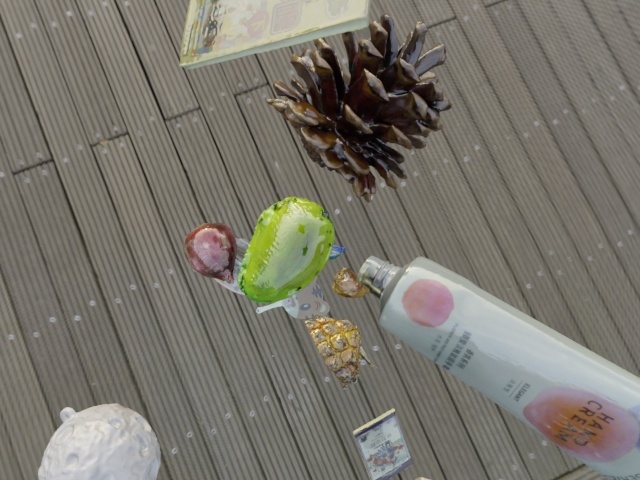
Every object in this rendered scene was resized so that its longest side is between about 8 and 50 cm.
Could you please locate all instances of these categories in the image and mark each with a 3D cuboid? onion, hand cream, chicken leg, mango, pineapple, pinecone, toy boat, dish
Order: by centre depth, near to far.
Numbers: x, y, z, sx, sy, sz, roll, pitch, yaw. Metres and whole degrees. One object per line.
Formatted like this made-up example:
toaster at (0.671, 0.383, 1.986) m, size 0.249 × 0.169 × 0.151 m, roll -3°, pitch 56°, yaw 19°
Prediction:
hand cream at (0.177, 0.115, 0.474) m, size 0.340 × 0.124 × 0.077 m, roll 33°, pitch 44°, yaw 19°
mango at (-0.052, 0.019, 0.803) m, size 0.119 × 0.100 × 0.178 m, roll 41°, pitch 97°, yaw 28°
pinecone at (0.106, -0.298, 1.107) m, size 0.384 × 0.384 × 0.385 m, roll 1°, pitch 78°, yaw -5°
onion at (-0.303, 0.044, 1.518) m, size 0.159 × 0.159 × 0.195 m, roll -27°, pitch 83°, yaw -10°
toy boat at (0.000, 0.000, 1.613) m, size 0.174 × 0.091 × 0.110 m, roll 12°, pitch 81°, yaw -1°
dish at (-0.270, 0.064, 1.762) m, size 0.260 × 0.260 × 0.085 m, roll 40°, pitch 111°, yaw 4°
chicken leg at (0.135, 0.155, 1.769) m, size 0.087 × 0.251 × 0.107 m, roll -51°, pitch 47°, yaw 23°
pineapple at (0.090, 0.392, 1.848) m, size 0.158 × 0.161 × 0.335 m, roll -27°, pitch 107°, yaw 1°

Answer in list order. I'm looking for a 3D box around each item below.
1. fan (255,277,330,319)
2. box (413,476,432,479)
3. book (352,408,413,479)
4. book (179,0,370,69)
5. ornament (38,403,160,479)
fan at (-0.091, 0.171, 1.520) m, size 0.226 × 0.008 × 0.153 m, roll -19°, pitch 102°, yaw 19°
box at (0.307, 0.750, 1.570) m, size 0.089 × 0.122 × 0.062 m, roll 20°, pitch 51°, yaw -6°
book at (0.206, 0.676, 1.719) m, size 0.157 × 0.026 × 0.231 m, roll -24°, pitch 111°, yaw -14°
book at (-0.038, -0.238, 0.454) m, size 0.192 × 0.013 × 0.168 m, roll -1°, pitch 76°, yaw 31°
ornament at (-0.637, 0.660, 1.563) m, size 0.336 × 0.337 × 0.337 m, roll 1°, pitch 78°, yaw -5°
